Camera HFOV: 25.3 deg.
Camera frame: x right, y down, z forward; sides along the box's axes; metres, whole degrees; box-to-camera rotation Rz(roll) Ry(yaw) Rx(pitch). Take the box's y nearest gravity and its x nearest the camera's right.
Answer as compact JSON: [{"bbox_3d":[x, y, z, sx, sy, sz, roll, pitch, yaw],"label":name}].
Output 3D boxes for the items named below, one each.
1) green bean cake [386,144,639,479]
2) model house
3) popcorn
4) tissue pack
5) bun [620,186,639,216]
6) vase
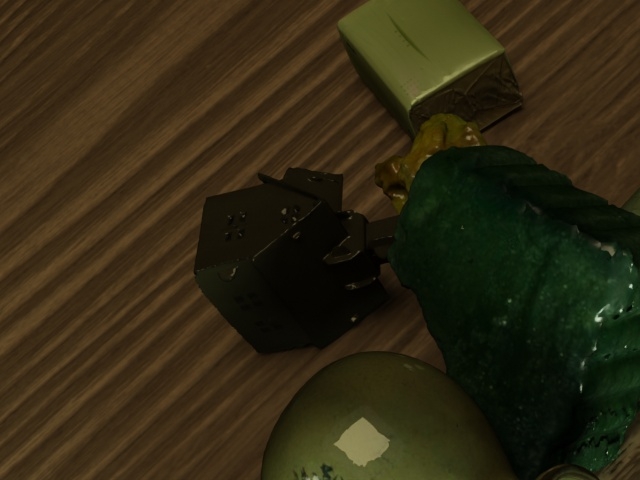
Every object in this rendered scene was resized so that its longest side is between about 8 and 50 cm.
[{"bbox_3d":[0.218,0.078,1.564,0.308,0.169,0.300,34,115,37],"label":"green bean cake"},{"bbox_3d":[0.000,0.000,1.772,0.243,0.211,0.204,-13,51,20],"label":"model house"},{"bbox_3d":[0.165,-0.063,1.784,0.155,0.197,0.197,-42,47,8],"label":"popcorn"},{"bbox_3d":[0.147,-0.248,1.972,0.159,0.125,0.234,-31,47,-3],"label":"tissue pack"},{"bbox_3d":[0.440,0.012,1.594,0.293,0.187,0.293,-12,51,16],"label":"bun"},{"bbox_3d":[0.099,0.295,1.440,0.302,0.329,0.241,29,37,29],"label":"vase"}]
